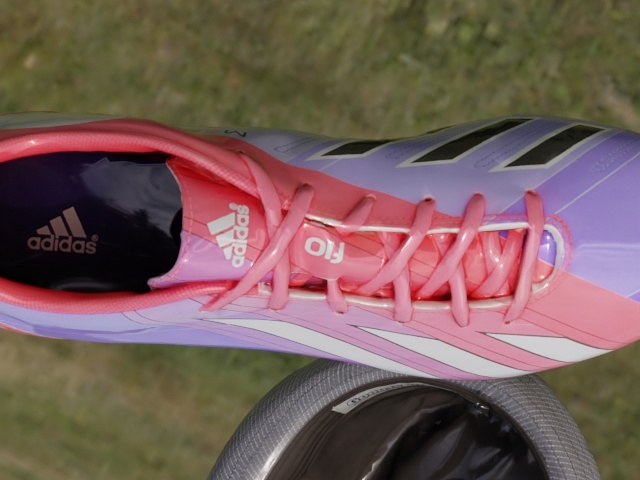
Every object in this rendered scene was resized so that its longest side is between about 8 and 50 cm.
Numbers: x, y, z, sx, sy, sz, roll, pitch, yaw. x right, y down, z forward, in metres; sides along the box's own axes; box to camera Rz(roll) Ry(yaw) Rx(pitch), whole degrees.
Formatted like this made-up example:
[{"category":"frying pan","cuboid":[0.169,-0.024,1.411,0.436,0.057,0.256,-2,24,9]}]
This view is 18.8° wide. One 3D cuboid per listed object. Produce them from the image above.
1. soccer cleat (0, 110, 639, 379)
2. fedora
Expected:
[{"category":"soccer cleat","cuboid":[0.000,0.000,0.567,0.248,0.083,0.095,3,-178,1]},{"category":"fedora","cuboid":[0.053,0.192,1.153,0.243,0.275,0.124,24,-179,19]}]
